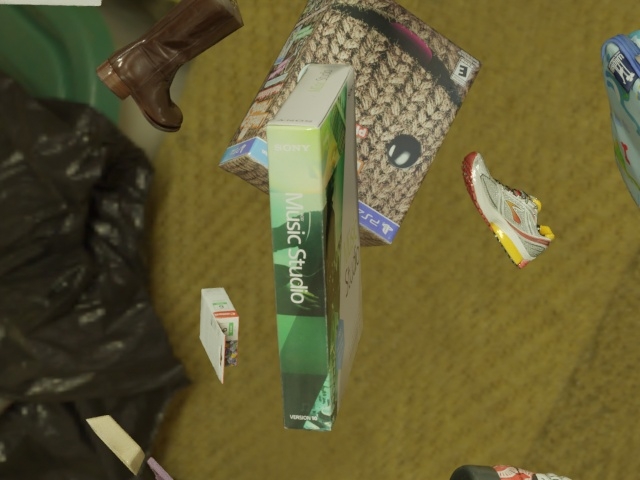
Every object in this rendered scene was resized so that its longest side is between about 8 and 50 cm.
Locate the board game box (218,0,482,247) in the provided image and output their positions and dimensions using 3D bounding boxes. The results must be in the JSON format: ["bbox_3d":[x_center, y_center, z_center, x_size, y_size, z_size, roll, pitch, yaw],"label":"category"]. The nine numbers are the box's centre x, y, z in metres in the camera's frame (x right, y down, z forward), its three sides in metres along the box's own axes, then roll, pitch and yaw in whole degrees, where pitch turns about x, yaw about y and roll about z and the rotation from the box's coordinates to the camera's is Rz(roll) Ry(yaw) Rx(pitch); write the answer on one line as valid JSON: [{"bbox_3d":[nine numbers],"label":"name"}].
[{"bbox_3d":[0.041,-0.172,1.582,0.291,0.232,0.141,-63,17,-12],"label":"board game box"}]

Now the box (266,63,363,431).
[{"bbox_3d":[0.000,0.000,1.200,0.058,0.232,0.322,0,113,10],"label":"box"}]

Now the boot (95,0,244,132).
[{"bbox_3d":[-0.094,-0.136,0.859,0.114,0.106,0.037,-37,64,10],"label":"boot"}]

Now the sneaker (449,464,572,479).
[{"bbox_3d":[0.207,0.356,1.130,0.090,0.145,0.270,138,135,-59],"label":"sneaker"}]

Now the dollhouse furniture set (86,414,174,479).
[{"bbox_3d":[-0.191,0.231,1.075,0.081,0.091,0.114,-41,62,-18],"label":"dollhouse furniture set"}]

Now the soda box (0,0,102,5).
[{"bbox_3d":[-0.143,-0.217,0.536,0.069,0.073,0.216,-93,4,-45],"label":"soda box"}]

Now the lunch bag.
[{"bbox_3d":[0.303,-0.066,0.927,0.090,0.219,0.176,-26,55,1],"label":"lunch bag"}]

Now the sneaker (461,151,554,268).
[{"bbox_3d":[0.307,-0.062,1.908,0.092,0.225,0.088,-33,27,10],"label":"sneaker"}]

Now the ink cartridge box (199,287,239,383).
[{"bbox_3d":[-0.109,0.104,1.285,0.115,0.029,0.063,-129,39,-60],"label":"ink cartridge box"}]
